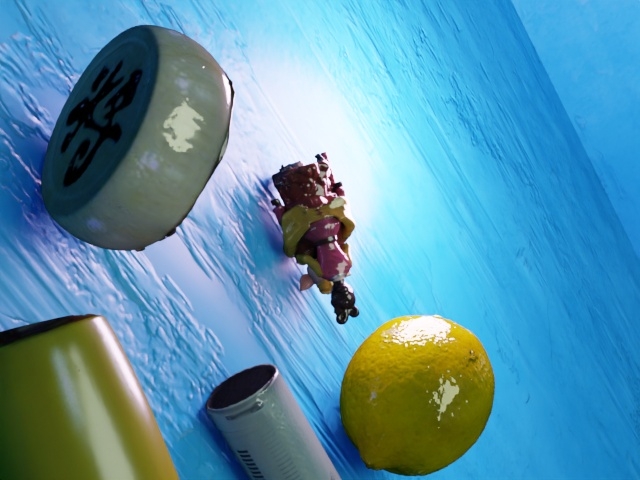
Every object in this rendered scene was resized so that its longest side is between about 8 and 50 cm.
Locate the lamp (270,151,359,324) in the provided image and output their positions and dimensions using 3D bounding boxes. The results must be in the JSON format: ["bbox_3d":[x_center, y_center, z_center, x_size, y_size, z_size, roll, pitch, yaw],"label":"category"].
[{"bbox_3d":[0.000,0.000,1.516,0.118,0.118,0.253,-20,92,-57],"label":"lamp"}]

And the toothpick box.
[{"bbox_3d":[-0.245,0.209,1.012,0.175,0.175,0.271,-17,88,-57],"label":"toothpick box"}]

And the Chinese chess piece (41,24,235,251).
[{"bbox_3d":[-0.207,-0.114,1.123,0.104,0.257,0.257,26,55,-35],"label":"Chinese chess piece"}]

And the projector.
[{"bbox_3d":[-0.028,0.326,1.339,0.337,0.108,0.108,62,35,-17],"label":"projector"}]

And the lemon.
[{"bbox_3d":[0.147,0.231,1.527,0.236,0.236,0.263,54,22,-27],"label":"lemon"}]
